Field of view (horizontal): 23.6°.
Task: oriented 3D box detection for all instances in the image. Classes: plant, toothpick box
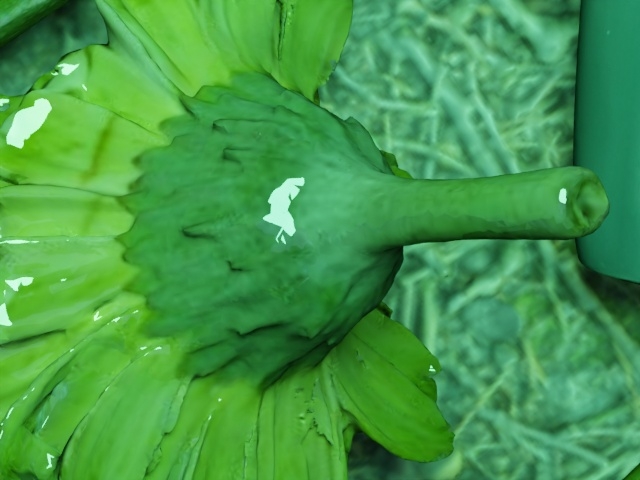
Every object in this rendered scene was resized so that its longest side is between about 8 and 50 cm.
[{"bbox_3d":[-0.046,0.008,0.665,0.261,0.297,0.306,-13,97,-10],"label":"plant"},{"bbox_3d":[0.182,-0.067,0.751,0.120,0.120,0.184,5,100,1],"label":"toothpick box"}]

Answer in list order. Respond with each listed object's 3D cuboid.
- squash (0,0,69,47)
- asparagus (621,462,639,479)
[{"bbox_3d":[-0.185,-0.163,0.737,0.122,0.170,0.170,-23,96,-7],"label":"squash"},{"bbox_3d":[0.204,0.104,0.819,0.248,0.024,0.025,-44,136,6],"label":"asparagus"}]
